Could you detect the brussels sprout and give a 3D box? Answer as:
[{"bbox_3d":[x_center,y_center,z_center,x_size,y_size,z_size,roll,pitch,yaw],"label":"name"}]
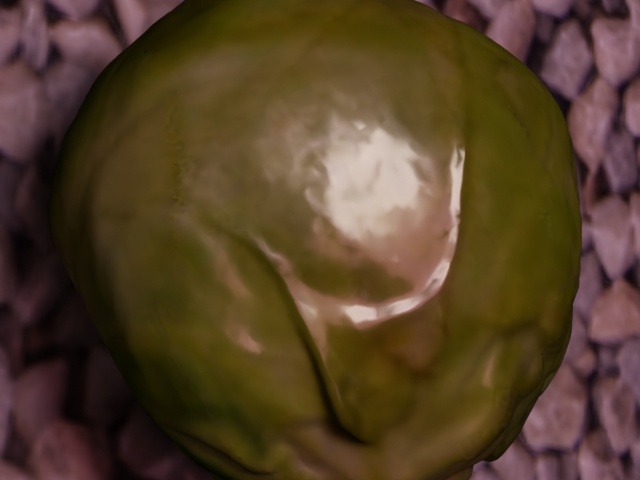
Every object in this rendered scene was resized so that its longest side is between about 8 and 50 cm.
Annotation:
[{"bbox_3d":[0.000,0.000,0.690,0.223,0.161,0.223,11,69,-31],"label":"brussels sprout"}]
